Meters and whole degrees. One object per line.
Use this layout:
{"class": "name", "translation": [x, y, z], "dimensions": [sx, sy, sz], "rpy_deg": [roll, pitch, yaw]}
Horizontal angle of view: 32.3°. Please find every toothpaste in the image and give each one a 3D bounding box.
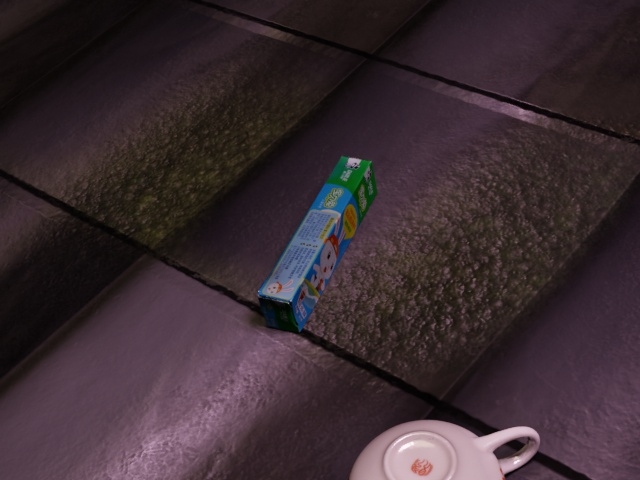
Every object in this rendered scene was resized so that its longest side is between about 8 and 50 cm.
{"class": "toothpaste", "translation": [0.000, 0.000, 1.438], "dimensions": [0.050, 0.065, 0.266], "rpy_deg": [10, 48, 25]}

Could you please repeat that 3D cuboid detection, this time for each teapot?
{"class": "teapot", "translation": [0.119, 0.250, 1.130], "dimensions": [0.246, 0.116, 0.159], "rpy_deg": [-17, 32, -11]}
